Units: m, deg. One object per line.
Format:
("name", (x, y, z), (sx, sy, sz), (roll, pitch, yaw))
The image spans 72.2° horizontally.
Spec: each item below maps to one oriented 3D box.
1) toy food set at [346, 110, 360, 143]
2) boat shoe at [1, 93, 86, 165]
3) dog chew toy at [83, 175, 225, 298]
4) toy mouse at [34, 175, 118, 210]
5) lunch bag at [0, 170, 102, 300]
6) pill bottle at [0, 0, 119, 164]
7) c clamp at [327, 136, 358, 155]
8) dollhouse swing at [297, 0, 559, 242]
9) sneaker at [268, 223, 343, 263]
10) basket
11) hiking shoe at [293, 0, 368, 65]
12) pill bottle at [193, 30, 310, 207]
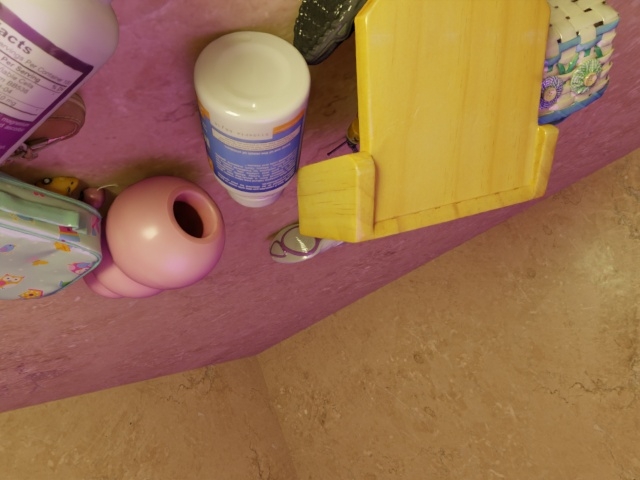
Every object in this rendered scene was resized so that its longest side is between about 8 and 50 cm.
("toy food set", (0.153, -0.218, 0.867), (0.232, 0.111, 0.104), (-4, 169, -15))
("boat shoe", (-0.412, -0.106, 0.503), (0.285, 0.089, 0.104), (-24, 173, -28))
("dog chew toy", (-0.334, 0.017, 0.830), (0.331, 0.207, 0.206), (-26, 163, 33))
("toy mouse", (-0.429, -0.059, 0.752), (0.161, 0.031, 0.143), (-14, 159, -27))
("lunch bag", (-0.485, -0.008, 0.655), (0.224, 0.108, 0.279), (-31, 150, 22))
("pill bottle", (-0.282, -0.177, 0.356), (0.301, 0.169, 0.169), (-40, 159, 7))
("c clamp", (0.097, -0.208, 0.989), (0.137, 0.022, 0.160), (-33, 158, 13))
("dollhouse swing", (0.143, -0.182, 0.687), (0.346, 0.305, 0.315), (-14, -171, -21))
("sneaker", (0.000, 0.000, 1.289), (0.305, 0.114, 0.152), (-22, 160, -4))
("basket", (0.379, -0.287, 0.812), (0.254, 0.201, 0.289), (-23, 153, -1))
("hiking shoe", (0.061, -0.306, 0.566), (0.114, 0.086, 0.227), (3, 147, -47))
("pill bottle", (-0.102, -0.160, 0.673), (0.152, 0.152, 0.272), (-18, 161, -15))
